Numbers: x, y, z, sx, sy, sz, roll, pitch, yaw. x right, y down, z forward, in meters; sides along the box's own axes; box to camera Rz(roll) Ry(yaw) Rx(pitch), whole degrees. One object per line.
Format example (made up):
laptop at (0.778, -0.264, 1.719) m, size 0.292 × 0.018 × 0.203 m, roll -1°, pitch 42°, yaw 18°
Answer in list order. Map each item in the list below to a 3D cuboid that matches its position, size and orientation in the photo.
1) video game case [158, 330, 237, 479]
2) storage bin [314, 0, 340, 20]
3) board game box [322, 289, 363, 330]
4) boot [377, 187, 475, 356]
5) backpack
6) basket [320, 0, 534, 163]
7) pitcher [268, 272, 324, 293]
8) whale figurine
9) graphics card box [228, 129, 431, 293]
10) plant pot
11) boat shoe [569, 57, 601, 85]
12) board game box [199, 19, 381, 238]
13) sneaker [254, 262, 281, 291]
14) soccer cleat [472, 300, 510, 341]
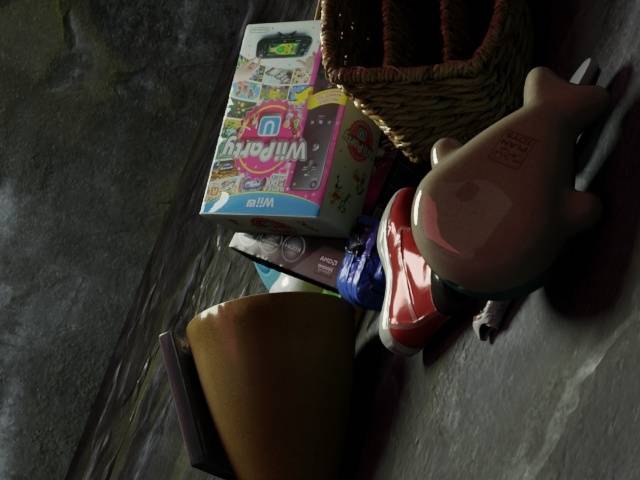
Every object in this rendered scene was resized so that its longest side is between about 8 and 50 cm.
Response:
video game case at (-0.142, 0.255, 2.027) m, size 0.026 × 0.274 × 0.196 m, roll -24°, pitch 64°, yaw 13°
storage bin at (0.124, -0.406, 2.259) m, size 0.262 × 0.123 × 0.260 m, roll -31°, pitch 36°, yaw 40°
board game box at (0.021, 0.123, 2.114) m, size 0.181 × 0.043 × 0.092 m, roll -70°, pitch 17°, yaw -8°
boot at (0.149, 0.007, 1.798) m, size 0.176 × 0.088 × 0.244 m, roll -47°, pitch 32°, yaw 47°
backpack at (0.081, 0.038, 1.940) m, size 0.101 × 0.098 × 0.120 m, roll 21°, pitch 86°, yaw 59°
basket at (0.144, -0.297, 1.866) m, size 0.213 × 0.223 × 0.299 m, roll -24°, pitch 45°, yaw 29°
pitcher at (0.000, 0.000, 2.248) m, size 0.178 × 0.125 × 0.207 m, roll -35°, pitch -34°, yaw -80°
whale figurine at (0.221, -0.056, 1.559) m, size 0.216 × 0.141 × 0.272 m, roll 23°, pitch 74°, yaw 31°
graphics card box at (0.038, -0.113, 2.087) m, size 0.232 × 0.094 × 0.371 m, roll 21°, pitch 85°, yaw 39°
plant pot at (-0.055, 0.229, 1.924) m, size 0.237 × 0.237 × 0.254 m, roll -43°, pitch 48°, yaw 55°
boat shoe at (0.289, -0.138, 1.616) m, size 0.049 × 0.040 × 0.142 m, roll -107°, pitch 43°, yaw -80°
board game box at (-0.029, -0.161, 2.033) m, size 0.224 × 0.097 × 0.303 m, roll 3°, pitch 74°, yaw 37°
sneaker at (-0.024, -0.062, 2.407) m, size 0.127 × 0.208 × 0.319 m, roll -12°, pitch 91°, yaw 56°
soccer cleat at (0.201, 0.081, 1.622) m, size 0.036 × 0.029 × 0.083 m, roll -97°, pitch 30°, yaw -45°
